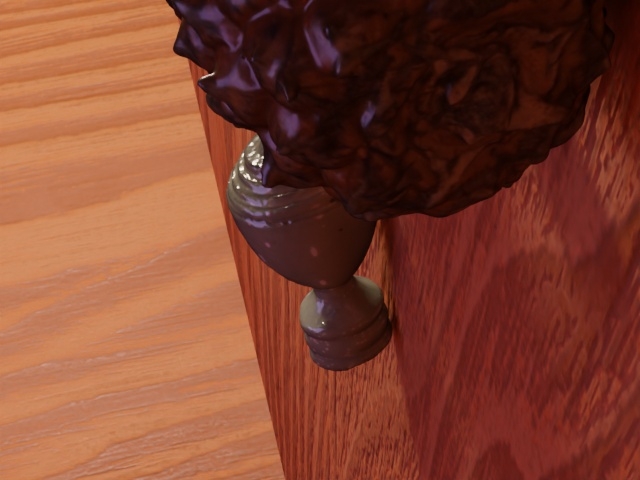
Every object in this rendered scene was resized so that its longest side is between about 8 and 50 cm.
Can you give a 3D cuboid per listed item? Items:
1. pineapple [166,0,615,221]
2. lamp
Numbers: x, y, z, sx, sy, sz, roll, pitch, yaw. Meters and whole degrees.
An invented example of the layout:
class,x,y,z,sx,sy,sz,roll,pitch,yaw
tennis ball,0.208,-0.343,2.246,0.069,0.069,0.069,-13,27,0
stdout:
class,x,y,z,sx,sy,sz,roll,pitch,yaw
pineapple,0.012,-0.105,0.691,0.166,0.166,0.193,85,158,-45
lamp,0.000,0.000,1.334,0.106,0.106,0.193,-110,1,-54
